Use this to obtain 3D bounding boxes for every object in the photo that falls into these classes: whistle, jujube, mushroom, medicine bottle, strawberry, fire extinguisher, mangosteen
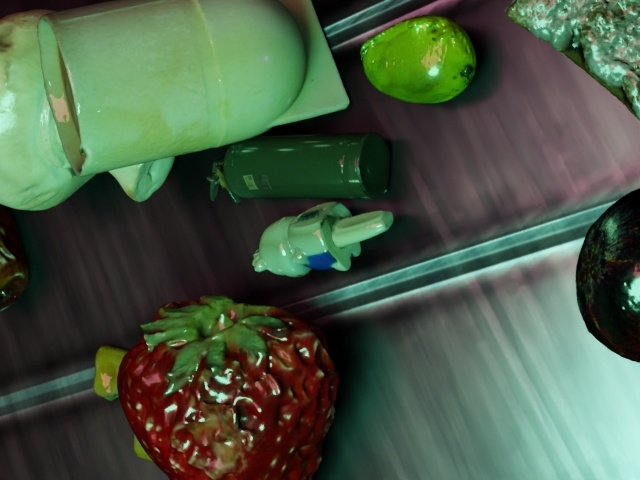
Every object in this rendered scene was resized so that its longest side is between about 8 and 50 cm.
[{"bbox_3d":[0.000,0.000,1.925,0.244,0.110,0.092,-14,113,34],"label":"whistle"},{"bbox_3d":[-0.625,0.000,2.311,0.290,0.197,0.197,44,112,19],"label":"jujube"},{"bbox_3d":[-0.419,-0.185,2.129,0.356,0.315,0.315,38,117,-17],"label":"mushroom"},{"bbox_3d":[-0.178,-0.247,1.926,0.236,0.406,0.235,166,90,-72],"label":"medicine bottle"},{"bbox_3d":[-0.111,0.259,1.916,0.318,0.295,0.345,-5,118,19],"label":"strawberry"},{"bbox_3d":[-0.047,-0.102,1.966,0.311,0.095,0.114,3,120,34],"label":"fire extinguisher"},{"bbox_3d":[0.408,0.045,1.581,0.216,0.216,0.216,-2,86,35],"label":"mangosteen"}]

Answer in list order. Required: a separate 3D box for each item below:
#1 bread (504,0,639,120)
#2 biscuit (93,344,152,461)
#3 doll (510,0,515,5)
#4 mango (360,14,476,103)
[{"bbox_3d":[0.425,-0.198,1.577,0.416,0.113,0.165,43,107,14],"label":"bread"},{"bbox_3d":[-0.299,0.257,2.158,0.183,0.039,0.174,11,96,35],"label":"biscuit"},{"bbox_3d":[0.232,-0.383,1.763,0.287,0.151,0.151,40,110,23],"label":"doll"},{"bbox_3d":[0.135,-0.247,1.840,0.178,0.100,0.119,5,97,40],"label":"mango"}]
